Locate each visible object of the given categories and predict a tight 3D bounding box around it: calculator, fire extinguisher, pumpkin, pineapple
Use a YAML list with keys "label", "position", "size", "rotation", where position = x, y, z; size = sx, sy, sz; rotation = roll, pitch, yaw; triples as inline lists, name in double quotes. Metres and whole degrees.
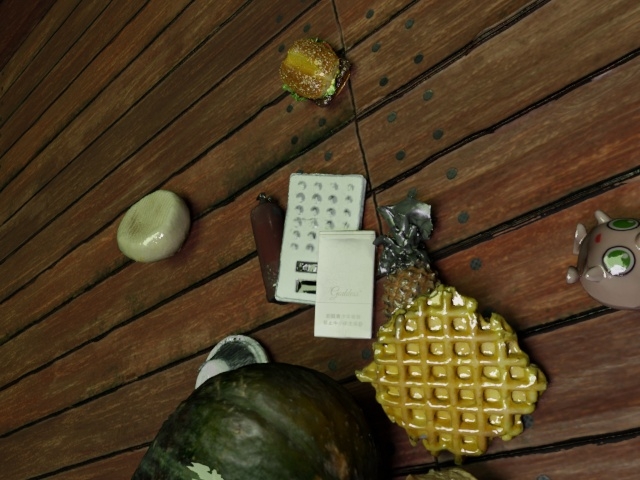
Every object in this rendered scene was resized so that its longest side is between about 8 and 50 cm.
- label: "calculator"
  position: [0.000, 0.000, 1.186]
  size: [0.161, 0.021, 0.262]
  rotation: [4, 82, 17]
- label: "fire extinguisher"
  position: [-0.102, 0.006, 1.297]
  size: [0.089, 0.072, 0.268]
  rotation: [108, 150, -60]
- label: "pumpkin"
  position: [-0.083, 0.403, 0.917]
  size: [0.344, 0.454, 0.454]
  rotation: [19, 93, 26]
- label: "pineapple"
  position: [0.149, 0.035, 1.028]
  size: [0.111, 0.119, 0.237]
  rotation: [94, 170, -64]

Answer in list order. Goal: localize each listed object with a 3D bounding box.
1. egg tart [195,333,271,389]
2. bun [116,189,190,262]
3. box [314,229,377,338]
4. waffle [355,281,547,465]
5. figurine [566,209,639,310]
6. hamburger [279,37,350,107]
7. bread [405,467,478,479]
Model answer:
- label: "egg tart"
  position: [-0.191, 0.310, 1.283]
  size: [0.234, 0.094, 0.234]
  rotation: [-16, 67, 40]
- label: "bun"
  position: [-0.408, -0.024, 1.562]
  size: [0.222, 0.127, 0.222]
  rotation: [-22, 39, 19]
- label: "box"
  position: [0.047, 0.079, 1.129]
  size: [0.109, 0.029, 0.198]
  rotation: [0, 79, 17]
- label: "waffle"
  position: [0.189, 0.202, 0.913]
  size: [0.254, 0.052, 0.245]
  rotation: [44, 112, 6]
- label: "figurine"
  position: [0.388, 0.027, 0.784]
  size: [0.138, 0.125, 0.125]
  rotation: [7, 84, 31]
- label: "hamburger"
  position: [-0.019, -0.352, 1.290]
  size: [0.166, 0.087, 0.137]
  rotation: [44, 110, 41]
- label: "bread"
  position: [0.213, 0.506, 0.772]
  size: [0.333, 0.143, 0.324]
  rotation: [30, 114, 45]
